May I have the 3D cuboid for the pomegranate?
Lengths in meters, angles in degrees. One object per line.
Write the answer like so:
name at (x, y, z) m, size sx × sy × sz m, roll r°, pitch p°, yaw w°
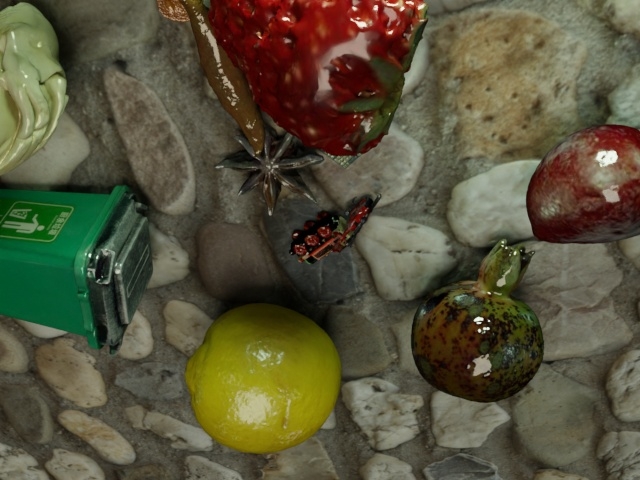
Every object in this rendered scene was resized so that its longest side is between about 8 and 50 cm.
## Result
pomegranate at (0.336, 0.159, 1.549) m, size 0.284 × 0.285 × 0.341 m, roll 13°, pitch 105°, yaw -8°

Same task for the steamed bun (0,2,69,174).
steamed bun at (-0.532, -0.216, 1.229) m, size 0.276 × 0.289 × 0.203 m, roll -23°, pitch 130°, yaw 18°

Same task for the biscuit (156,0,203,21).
biscuit at (-0.230, -0.401, 1.229) m, size 0.078 × 0.015 × 0.091 m, roll 9°, pitch 132°, yaw -8°

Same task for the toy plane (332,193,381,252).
toy plane at (0.067, -0.035, 1.477) m, size 0.037 × 0.060 × 0.145 m, roll 40°, pitch 84°, yaw -31°

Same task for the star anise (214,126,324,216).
star anise at (-0.087, -0.134, 1.415) m, size 0.204 × 0.061 × 0.181 m, roll -21°, pitch 106°, yaw 21°

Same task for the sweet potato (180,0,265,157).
sweet potato at (-0.165, -0.282, 1.290) m, size 0.072 × 0.066 × 0.314 m, roll 12°, pitch 134°, yaw 39°

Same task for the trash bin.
trash bin at (-0.543, 0.044, 1.498) m, size 0.381 × 0.259 × 0.295 m, roll 9°, pitch 132°, yaw 4°

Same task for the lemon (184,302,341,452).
lemon at (-0.120, 0.299, 1.637) m, size 0.347 × 0.348 × 0.348 m, roll 2°, pitch 131°, yaw 2°

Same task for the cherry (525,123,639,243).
cherry at (0.488, -0.091, 1.327) m, size 0.230 × 0.203 × 0.300 m, roll -3°, pitch 156°, yaw -44°

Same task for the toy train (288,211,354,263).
toy train at (0.000, 0.000, 1.544) m, size 0.087 × 0.050 × 0.138 m, roll 36°, pitch 125°, yaw -29°

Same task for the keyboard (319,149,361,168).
keyboard at (-0.002, -0.197, 1.396) m, size 0.176 × 0.014 × 0.055 m, roll 34°, pitch 128°, yaw -23°

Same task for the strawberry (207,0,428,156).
strawberry at (-0.025, -0.310, 1.141) m, size 0.345 × 0.295 × 0.317 m, roll 24°, pitch 159°, yaw 6°
